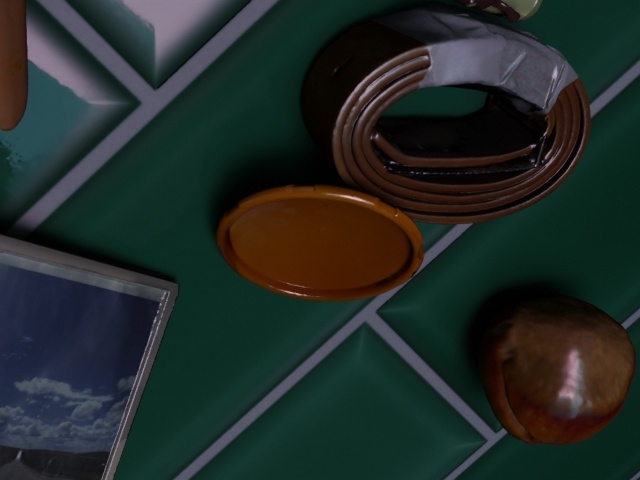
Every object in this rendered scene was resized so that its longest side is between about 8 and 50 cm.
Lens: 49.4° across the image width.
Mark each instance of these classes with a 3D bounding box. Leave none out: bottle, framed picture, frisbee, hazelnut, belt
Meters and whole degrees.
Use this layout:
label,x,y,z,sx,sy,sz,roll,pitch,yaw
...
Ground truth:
label,x,y,z,sx,sy,sz,roll,pitch,yaw
bottle,0.149,-0.221,0.611,0.101,0.063,0.047,-7,119,-40
framed picture,-0.239,0.135,0.593,0.189,0.023,0.260,22,85,-44
frisbee,0.000,0.000,0.644,0.191,0.035,0.192,3,148,2
hazelnut,0.262,0.145,0.813,0.182,0.182,0.182,-10,121,-18
belt,0.117,-0.115,0.637,0.261,0.105,0.184,-3,120,-18

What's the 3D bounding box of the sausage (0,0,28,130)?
label,x,y,z,sx,sy,sz,roll,pitch,yaw
sausage,-0.234,-0.211,0.443,0.086,0.086,0.289,-2,119,-22
